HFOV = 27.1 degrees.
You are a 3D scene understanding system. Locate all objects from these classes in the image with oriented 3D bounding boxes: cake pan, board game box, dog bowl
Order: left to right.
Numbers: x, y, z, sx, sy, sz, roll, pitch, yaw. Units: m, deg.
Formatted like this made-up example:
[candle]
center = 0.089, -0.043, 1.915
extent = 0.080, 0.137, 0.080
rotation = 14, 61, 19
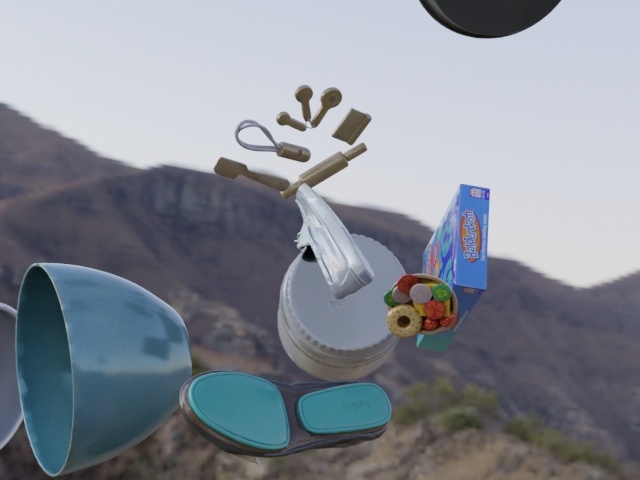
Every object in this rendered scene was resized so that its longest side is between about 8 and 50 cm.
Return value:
[dog bowl]
center = -0.584, 0.224, 2.155
extent = 0.104, 0.265, 0.265
rotation = 8, -6, 27
[board game box]
center = 0.186, 0.042, 1.871
extent = 0.047, 0.160, 0.210
rotation = 10, -30, -6
[cake pan]
center = 0.290, -0.461, 2.159
extent = 0.293, 0.293, 0.054
rotation = 11, 24, -14

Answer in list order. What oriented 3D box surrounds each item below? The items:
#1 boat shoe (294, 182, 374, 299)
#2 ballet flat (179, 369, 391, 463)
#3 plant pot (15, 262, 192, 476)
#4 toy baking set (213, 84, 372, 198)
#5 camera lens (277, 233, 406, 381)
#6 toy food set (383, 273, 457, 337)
[boat shoe]
center = 0.001, 0.001, 2.024
extent = 0.079, 0.081, 0.227
rotation = 48, 7, -47
[ballet flat]
center = -0.049, 0.203, 1.469
extent = 0.280, 0.095, 0.096
rotation = 9, -33, -35
[plant pot]
center = -0.293, 0.170, 1.852
extent = 0.195, 0.290, 0.290
rotation = -4, 1, -26
[toy baking set]
center = -0.042, -0.155, 2.144
extent = 0.197, 0.256, 0.030
rotation = 53, 5, -43
[camera lens]
center = 0.038, 0.118, 2.276
extent = 0.219, 0.219, 0.274
rotation = 10, -15, -1
[toy food set]
center = 0.114, 0.073, 1.508
extent = 0.083, 0.082, 0.020
rotation = 0, 28, 11
